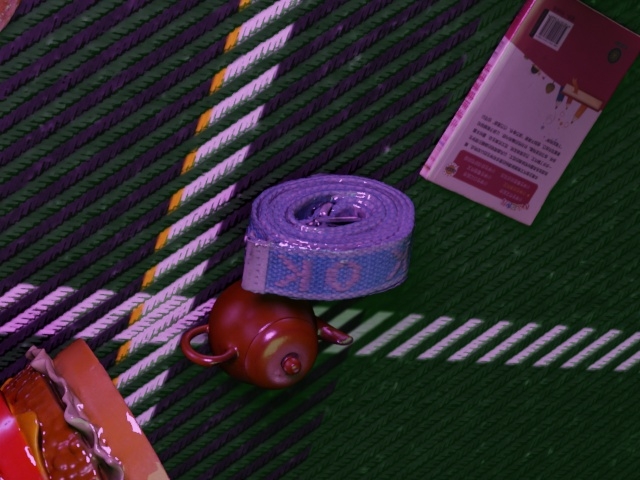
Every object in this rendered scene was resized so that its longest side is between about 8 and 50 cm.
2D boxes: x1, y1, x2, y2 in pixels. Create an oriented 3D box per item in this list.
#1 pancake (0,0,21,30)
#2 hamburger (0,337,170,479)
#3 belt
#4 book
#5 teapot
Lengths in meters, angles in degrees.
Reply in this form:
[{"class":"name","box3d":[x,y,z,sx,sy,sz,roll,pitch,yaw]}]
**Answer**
[{"class":"pancake","box3d":[-0.315,-0.207,1.592,0.151,0.025,0.152,-15,124,-23]},{"class":"hamburger","box3d":[-0.249,0.239,1.758,0.212,0.274,0.274,-31,131,-11]},{"class":"belt","box3d":[0.008,-0.001,1.857,0.163,0.148,0.082,7,121,-4]},{"class":"book","box3d":[0.218,-0.136,1.982,0.162,0.022,0.232,22,105,-38]},{"class":"teapot","box3d":[-0.053,0.099,1.900,0.173,0.116,0.116,-8,122,-28]}]
